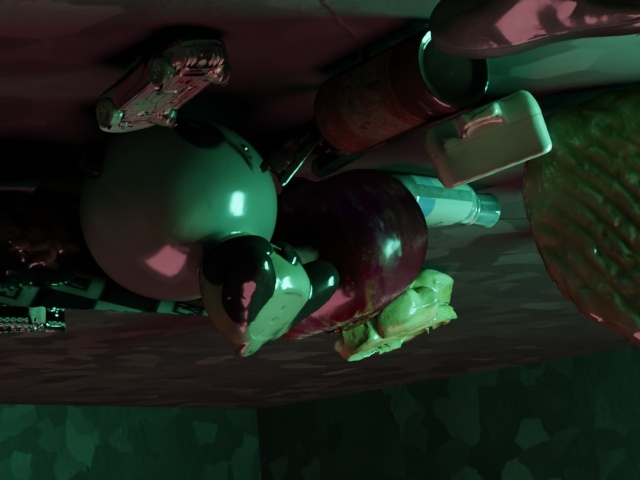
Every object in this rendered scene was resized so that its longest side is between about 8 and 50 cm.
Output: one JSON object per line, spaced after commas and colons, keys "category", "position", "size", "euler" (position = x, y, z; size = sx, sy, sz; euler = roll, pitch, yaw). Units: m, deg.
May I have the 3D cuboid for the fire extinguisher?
{"category": "fire extinguisher", "position": [0.030, -0.113, 1.533], "size": [0.106, 0.075, 0.252], "euler": [-25, -176, -35]}

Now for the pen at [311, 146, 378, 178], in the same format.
{"category": "pen", "position": [0.042, -0.098, 1.791], "size": [0.025, 0.025, 0.204], "euler": [0, 168, -25]}

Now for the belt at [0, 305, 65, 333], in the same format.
{"category": "belt", "position": [-0.493, 0.072, 2.280], "size": [0.359, 0.094, 0.126], "euler": [5, 167, -39]}

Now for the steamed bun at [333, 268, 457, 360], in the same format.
{"category": "steamed bun", "position": [0.110, 0.096, 2.657], "size": [0.177, 0.106, 0.192], "euler": [-13, 165, -43]}

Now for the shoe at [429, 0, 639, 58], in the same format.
{"category": "shoe", "position": [0.166, -0.187, 1.293], "size": [0.195, 0.079, 0.078], "euler": [-1, 137, 25]}

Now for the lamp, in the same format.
{"category": "lamp", "position": [-0.111, -0.011, 1.646], "size": [0.244, 0.198, 0.197], "euler": [40, -166, 28]}

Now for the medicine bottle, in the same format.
{"category": "medicine bottle", "position": [0.126, -0.042, 2.043], "size": [0.090, 0.054, 0.208], "euler": [-14, 166, 43]}

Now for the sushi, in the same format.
{"category": "sushi", "position": [-0.255, -0.017, 1.795], "size": [0.292, 0.059, 0.294], "euler": [4, -157, -27]}

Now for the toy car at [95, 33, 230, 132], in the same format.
{"category": "toy car", "position": [-0.133, -0.130, 1.461], "size": [0.069, 0.055, 0.142], "euler": [-6, 163, -41]}

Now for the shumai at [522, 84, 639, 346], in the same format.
{"category": "shumai", "position": [0.347, -0.036, 1.801], "size": [0.314, 0.267, 0.262], "euler": [30, -172, 0]}

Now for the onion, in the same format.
{"category": "onion", "position": [0.003, 0.014, 1.792], "size": [0.207, 0.201, 0.200], "euler": [5, 170, 2]}

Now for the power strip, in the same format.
{"category": "power strip", "position": [0.144, -0.090, 1.591], "size": [0.098, 0.058, 0.338], "euler": [-22, -178, 4]}
